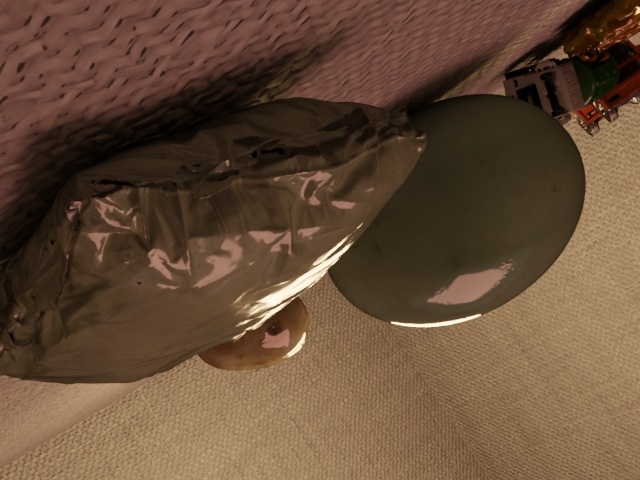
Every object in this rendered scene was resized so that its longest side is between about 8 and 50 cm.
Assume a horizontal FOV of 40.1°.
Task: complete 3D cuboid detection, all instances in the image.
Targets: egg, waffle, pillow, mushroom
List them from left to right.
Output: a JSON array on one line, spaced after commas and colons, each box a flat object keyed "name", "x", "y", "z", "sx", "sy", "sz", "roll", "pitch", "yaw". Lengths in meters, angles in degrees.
[{"name": "pillow", "x": -0.107, "y": 0.009, "z": 0.653, "sx": 0.284, "sy": 0.138, "sz": 0.310, "roll": -17, "pitch": 164, "yaw": -42}, {"name": "mushroom", "x": -0.141, "y": 0.160, "z": 1.733, "sx": 0.255, "sy": 0.255, "sz": 0.184, "roll": -37, "pitch": -143, "yaw": 41}, {"name": "egg", "x": 0.175, "y": -0.042, "z": 1.136, "sx": 0.389, "sy": 0.276, "sz": 0.276, "roll": -29, "pitch": 175, "yaw": -27}, {"name": "waffle", "x": 0.492, "y": -0.359, "z": 1.258, "sx": 0.325, "sy": 0.068, "sz": 0.302, "roll": -26, "pitch": 172, "yaw": -45}]

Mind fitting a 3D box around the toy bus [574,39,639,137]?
[{"name": "toy bus", "x": 0.585, "y": -0.322, "z": 1.783, "sx": 0.143, "sy": 0.153, "sz": 0.329, "roll": -35, "pitch": 177, "yaw": 7}]

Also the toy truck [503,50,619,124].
[{"name": "toy truck", "x": 0.383, "y": -0.241, "z": 1.377, "sx": 0.125, "sy": 0.101, "sz": 0.242, "roll": -12, "pitch": -170, "yaw": 37}]
